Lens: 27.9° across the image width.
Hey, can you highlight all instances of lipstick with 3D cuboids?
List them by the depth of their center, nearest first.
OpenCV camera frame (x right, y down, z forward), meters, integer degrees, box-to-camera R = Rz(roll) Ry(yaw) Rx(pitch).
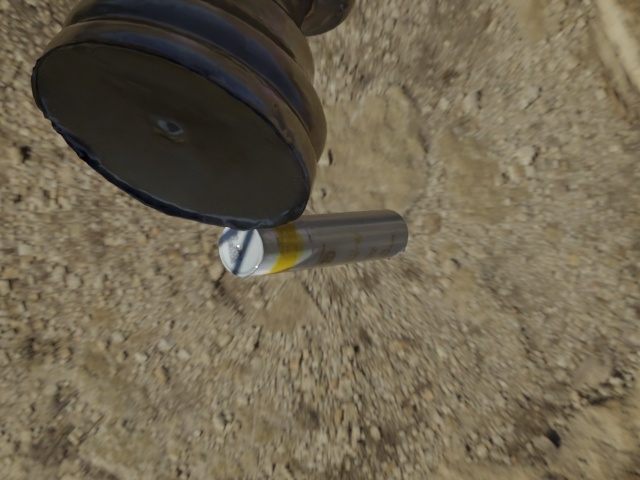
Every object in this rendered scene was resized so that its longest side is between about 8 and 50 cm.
[{"bbox_3d":[0.000,0.000,1.347,0.059,0.264,0.059,3,95,35],"label":"lipstick"}]

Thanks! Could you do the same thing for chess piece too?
[{"bbox_3d":[-0.031,-0.161,0.727,0.138,0.124,0.307,6,50,19],"label":"chess piece"}]
